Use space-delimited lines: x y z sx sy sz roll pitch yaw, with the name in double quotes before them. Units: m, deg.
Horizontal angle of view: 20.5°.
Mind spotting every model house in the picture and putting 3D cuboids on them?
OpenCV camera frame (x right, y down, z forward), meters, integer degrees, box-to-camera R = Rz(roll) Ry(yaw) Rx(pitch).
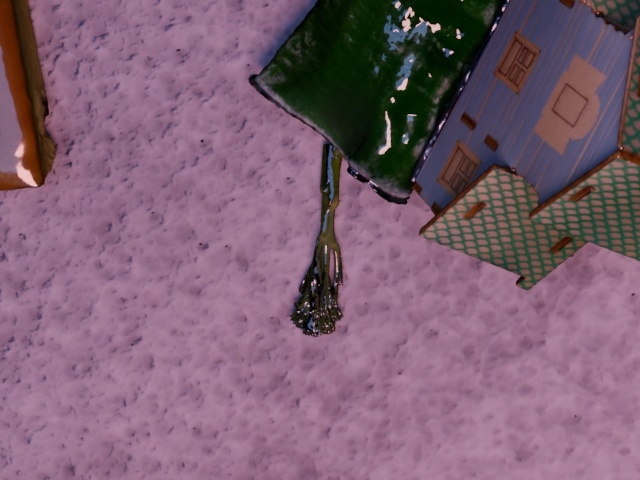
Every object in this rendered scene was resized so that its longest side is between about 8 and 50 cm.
"model house" 0.199 -0.071 1.104 0.178 0.206 0.271 23 104 -26

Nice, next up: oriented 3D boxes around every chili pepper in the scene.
"chili pepper" 0.083 -0.171 1.196 0.136 0.099 0.270 45 108 25

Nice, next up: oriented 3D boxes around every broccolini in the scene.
"broccolini" 0.000 0.000 1.267 0.035 0.030 0.139 6 94 44

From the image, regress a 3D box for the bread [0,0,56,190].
"bread" -0.285 -0.208 1.256 0.138 0.077 0.361 -9 95 9
